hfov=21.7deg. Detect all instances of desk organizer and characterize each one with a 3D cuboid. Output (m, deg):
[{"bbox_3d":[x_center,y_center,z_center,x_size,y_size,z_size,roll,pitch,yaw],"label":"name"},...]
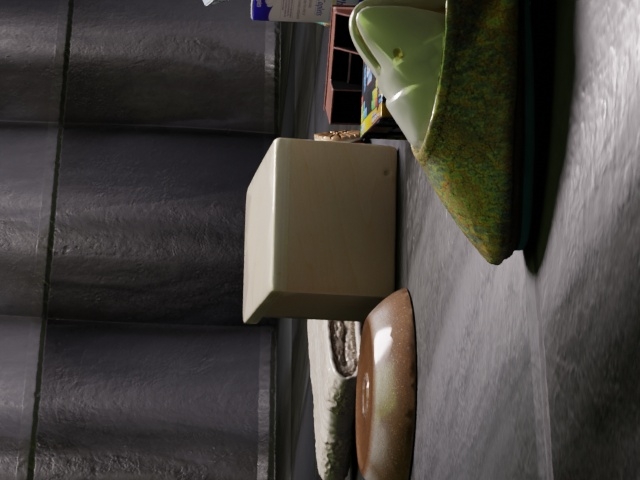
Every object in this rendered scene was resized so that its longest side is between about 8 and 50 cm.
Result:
[{"bbox_3d":[0.033,-0.200,1.909,0.050,0.047,0.130,-101,14,-63],"label":"desk organizer"}]

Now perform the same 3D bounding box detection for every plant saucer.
[{"bbox_3d":[0.056,0.141,1.507,0.198,0.036,0.198,-177,90,-86],"label":"plant saucer"}]

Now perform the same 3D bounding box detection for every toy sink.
[{"bbox_3d":[0.000,0.000,1.698,0.234,0.131,0.153,129,143,-75],"label":"toy sink"}]

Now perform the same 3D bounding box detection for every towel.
[{"bbox_3d":[0.018,0.125,1.945,0.282,0.049,0.187,-94,6,-49],"label":"towel"}]

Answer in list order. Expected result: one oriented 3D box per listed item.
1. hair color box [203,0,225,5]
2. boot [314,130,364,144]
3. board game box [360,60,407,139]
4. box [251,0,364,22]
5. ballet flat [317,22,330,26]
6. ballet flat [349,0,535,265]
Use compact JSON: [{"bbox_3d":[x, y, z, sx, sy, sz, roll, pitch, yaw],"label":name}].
[{"bbox_3d":[-0.078,-0.449,1.715,0.113,0.185,0.374,-23,85,65],"label":"hair color box"},{"bbox_3d":[0.025,-0.084,1.928,0.158,0.059,0.084,52,-143,-84],"label":"boot"},{"bbox_3d":[0.067,-0.165,1.450,0.170,0.048,0.141,147,124,-84],"label":"board game box"},{"bbox_3d":[-0.011,-0.324,1.957,0.072,0.137,0.126,99,172,-65],"label":"box"},{"bbox_3d":[0.001,-0.391,2.283,0.073,0.067,0.206,101,170,-70],"label":"ballet flat"},{"bbox_3d":[0.071,-0.161,0.967,0.123,0.123,0.348,-127,40,-83],"label":"ballet flat"}]
